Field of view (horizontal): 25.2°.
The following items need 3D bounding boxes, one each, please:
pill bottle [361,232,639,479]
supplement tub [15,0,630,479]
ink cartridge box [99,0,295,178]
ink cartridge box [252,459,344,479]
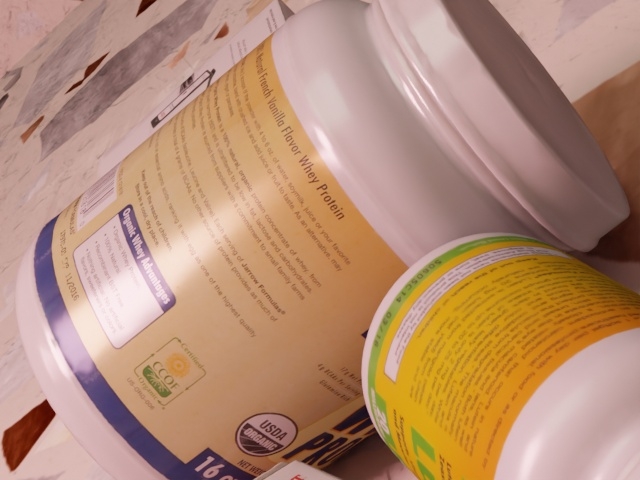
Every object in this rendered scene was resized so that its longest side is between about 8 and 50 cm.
[{"bbox_3d":[0.121,0.090,0.639,0.136,0.136,0.245,-47,24,-2],"label":"pill bottle"},{"bbox_3d":[0.000,0.000,0.859,0.316,0.228,0.228,-38,26,19],"label":"supplement tub"},{"bbox_3d":[-0.055,-0.066,1.146,0.203,0.148,0.086,-41,27,13],"label":"ink cartridge box"},{"bbox_3d":[0.005,0.170,0.699,0.135,0.056,0.099,17,31,39],"label":"ink cartridge box"}]
